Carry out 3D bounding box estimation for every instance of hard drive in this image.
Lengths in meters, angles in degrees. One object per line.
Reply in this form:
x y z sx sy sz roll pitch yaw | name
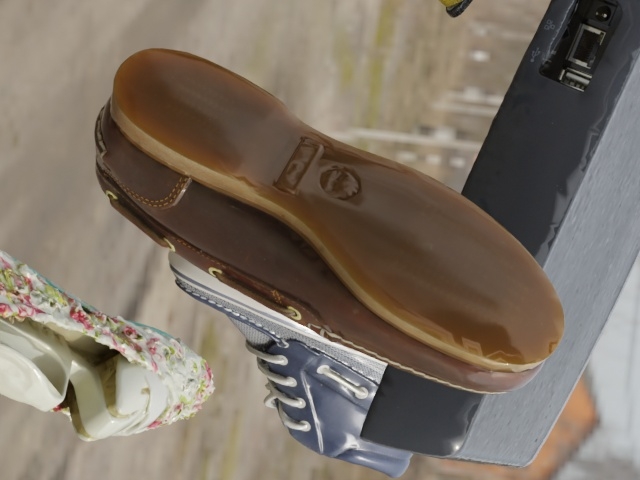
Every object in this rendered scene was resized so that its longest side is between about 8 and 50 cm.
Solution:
0.115 -0.004 0.967 0.255 0.054 0.172 -66 156 1 | hard drive

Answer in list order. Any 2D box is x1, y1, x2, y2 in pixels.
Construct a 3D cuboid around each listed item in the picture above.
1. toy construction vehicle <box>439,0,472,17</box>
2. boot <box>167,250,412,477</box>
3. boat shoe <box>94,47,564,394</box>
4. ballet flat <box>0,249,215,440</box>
0.061 -0.171 0.930 0.086 0.035 0.098 43 48 -29 | toy construction vehicle
-0.011 0.067 1.057 0.086 0.190 0.069 -61 -157 11 | boot
0.000 0.000 0.785 0.073 0.207 0.073 -48 168 -40 | boat shoe
-0.155 0.077 1.161 0.091 0.241 0.077 -39 -136 24 | ballet flat
